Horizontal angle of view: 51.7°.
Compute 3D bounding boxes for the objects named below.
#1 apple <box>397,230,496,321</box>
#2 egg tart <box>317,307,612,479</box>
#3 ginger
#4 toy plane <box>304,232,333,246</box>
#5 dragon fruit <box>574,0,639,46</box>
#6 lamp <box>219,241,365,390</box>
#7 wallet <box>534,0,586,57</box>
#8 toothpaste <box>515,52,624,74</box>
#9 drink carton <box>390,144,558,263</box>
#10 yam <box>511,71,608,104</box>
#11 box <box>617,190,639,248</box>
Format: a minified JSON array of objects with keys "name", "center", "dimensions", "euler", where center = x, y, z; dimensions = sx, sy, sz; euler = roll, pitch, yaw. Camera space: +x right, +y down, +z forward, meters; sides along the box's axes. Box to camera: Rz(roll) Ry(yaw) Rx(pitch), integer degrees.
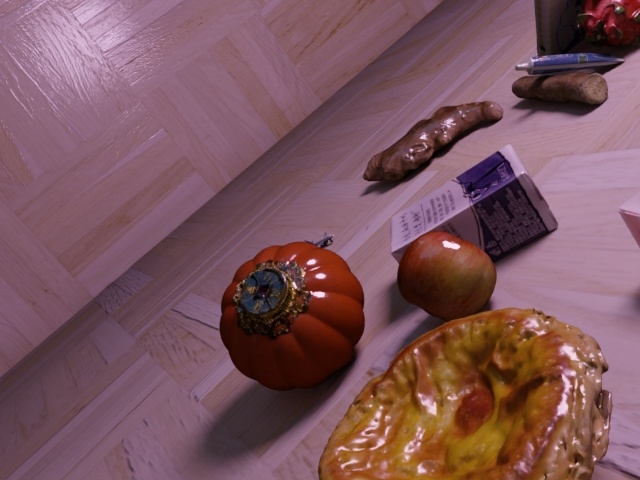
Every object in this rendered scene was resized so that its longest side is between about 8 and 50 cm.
[{"name":"apple","center":[0.160,0.048,0.854],"dimensions":[0.102,0.126,0.126],"euler":[-57,21,-8]},{"name":"egg tart","center":[0.132,0.182,0.586],"dimensions":[0.295,0.116,0.295],"euler":[-36,17,13]},{"name":"ginger","center":[0.233,-0.227,1.477],"dimensions":[0.333,0.080,0.166],"euler":[-37,29,12]},{"name":"toy plane","center":[0.001,0.002,1.437],"dimensions":[0.084,0.024,0.078],"euler":[-12,29,41]},{"name":"dragon fruit","center":[0.596,-0.450,1.273],"dimensions":[0.236,0.135,0.137],"euler":[-20,19,-25]},{"name":"lamp","center":[-0.041,0.109,0.969],"dimensions":[0.223,0.196,0.223],"euler":[-11,61,20]},{"name":"wallet","center":[0.530,-0.506,1.339],"dimensions":[0.223,0.077,0.309],"euler":[-34,-25,8]},{"name":"toothpaste","center":[0.471,-0.338,1.257],"dimensions":[0.197,0.035,0.057],"euler":[-4,25,4]},{"name":"drink carton","center":[0.215,-0.028,0.976],"dimensions":[0.222,0.102,0.134],"euler":[-31,20,18]},{"name":"yam","center":[0.448,-0.289,1.258],"dimensions":[0.061,0.061,0.274],"euler":[-38,17,-1]},{"name":"box","center":[0.384,-0.033,0.681],"dimensions":[0.125,0.089,0.043],"euler":[-40,18,-2]}]
